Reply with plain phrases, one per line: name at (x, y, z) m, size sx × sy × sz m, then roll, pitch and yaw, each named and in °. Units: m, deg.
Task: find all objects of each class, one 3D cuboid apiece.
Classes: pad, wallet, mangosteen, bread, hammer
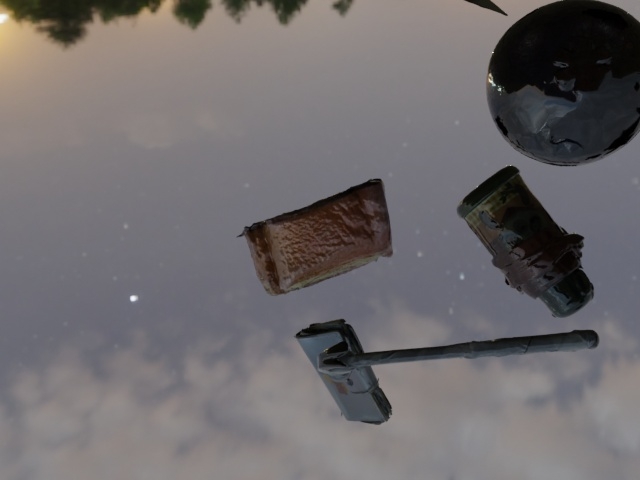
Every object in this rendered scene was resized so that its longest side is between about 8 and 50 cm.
pad at (0.175, -0.350, 1.263) m, size 0.157 × 0.003 × 0.112 m, roll 12°, pitch -151°, yaw -26°
wallet at (0.056, 0.273, 1.913) m, size 0.069 × 0.231 × 0.170 m, roll -38°, pitch -165°, yaw -35°
mangosteen at (0.285, -0.171, 1.060) m, size 0.194 × 0.194 × 0.230 m, roll -5°, pitch 168°, yaw 5°
bread at (0.000, 0.001, 1.427) m, size 0.244 × 0.123 × 0.190 m, roll -19°, pitch 175°, yaw 6°
hammer at (0.205, 0.169, 1.400) m, size 0.427 × 0.044 × 0.152 m, roll -6°, pitch 164°, yaw 5°

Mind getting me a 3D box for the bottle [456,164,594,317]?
bottle at (0.367, 0.006, 1.579) m, size 0.143 × 0.271 × 0.156 m, roll -32°, pitch 171°, yaw -43°
